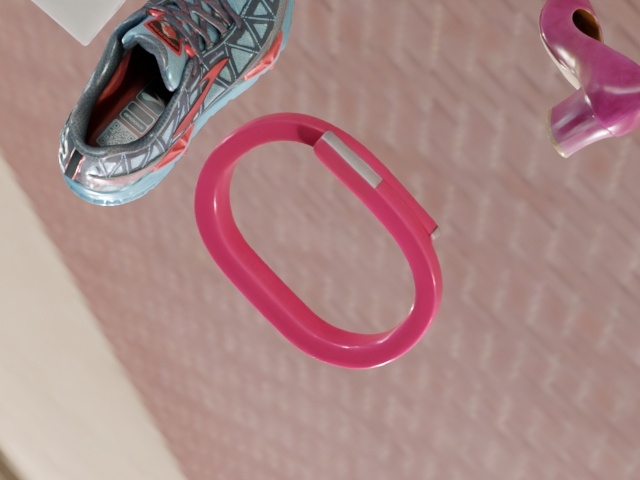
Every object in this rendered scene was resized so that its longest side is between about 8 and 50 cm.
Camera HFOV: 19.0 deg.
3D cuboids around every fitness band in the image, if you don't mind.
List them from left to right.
[{"bbox_3d":[0.000,0.000,1.978,0.291,0.054,0.209,47,121,-1],"label":"fitness band"}]

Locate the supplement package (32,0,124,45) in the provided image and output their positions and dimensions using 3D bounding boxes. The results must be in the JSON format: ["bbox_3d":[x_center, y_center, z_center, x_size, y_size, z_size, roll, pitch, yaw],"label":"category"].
[{"bbox_3d":[-0.231,-0.293,1.965,0.105,0.105,0.179,40,-160,-11],"label":"supplement package"}]

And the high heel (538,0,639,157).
[{"bbox_3d":[0.271,-0.184,1.818,0.117,0.244,0.082,-30,117,29],"label":"high heel"}]

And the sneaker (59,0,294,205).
[{"bbox_3d":[-0.105,-0.142,1.480,0.104,0.262,0.125,33,170,6],"label":"sneaker"}]
